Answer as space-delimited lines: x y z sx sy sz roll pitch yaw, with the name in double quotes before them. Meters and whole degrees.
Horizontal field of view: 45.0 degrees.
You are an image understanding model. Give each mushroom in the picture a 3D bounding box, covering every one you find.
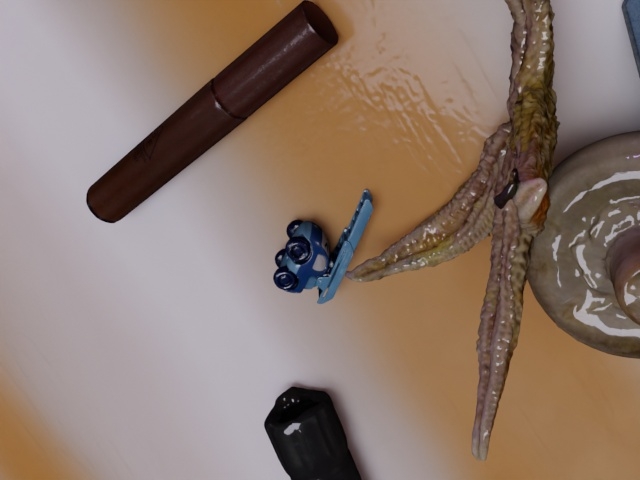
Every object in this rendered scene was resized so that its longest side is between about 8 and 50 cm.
"mushroom" 0.272 0.016 0.646 0.207 0.215 0.207 5 109 16

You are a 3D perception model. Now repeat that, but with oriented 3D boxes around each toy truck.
"toy truck" 0.000 0.000 0.834 0.074 0.063 0.136 18 117 -9

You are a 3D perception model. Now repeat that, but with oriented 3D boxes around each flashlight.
"flashlight" 0.040 0.377 0.959 0.103 0.103 0.424 -16 104 26

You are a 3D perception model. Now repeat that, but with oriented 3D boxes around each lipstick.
"lipstick" -0.129 -0.125 0.830 0.356 0.057 0.057 -32 98 29

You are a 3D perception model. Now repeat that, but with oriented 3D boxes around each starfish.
"starfish" 0.130 -0.068 0.641 0.132 0.384 0.398 15 135 -3

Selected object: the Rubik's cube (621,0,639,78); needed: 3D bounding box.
"Rubik's cube" 0.366 -0.096 0.555 0.233 0.228 0.229 -9 100 16
